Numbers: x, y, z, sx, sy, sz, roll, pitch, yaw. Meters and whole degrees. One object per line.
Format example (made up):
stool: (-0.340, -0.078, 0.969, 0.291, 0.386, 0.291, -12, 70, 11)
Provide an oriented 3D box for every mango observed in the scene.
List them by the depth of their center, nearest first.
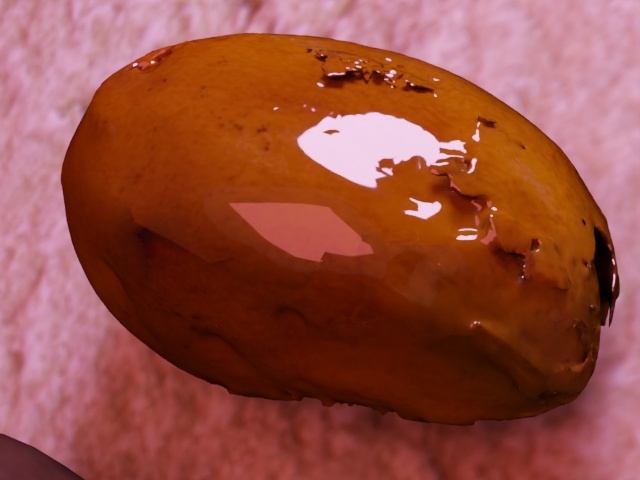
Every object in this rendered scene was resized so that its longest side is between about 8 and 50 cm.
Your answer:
mango: (0.000, 0.000, 0.573, 0.248, 0.151, 0.156, 21, 112, 23)

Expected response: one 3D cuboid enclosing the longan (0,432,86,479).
longan: (-0.138, 0.165, 0.549, 0.189, 0.189, 0.189, -8, 68, 22)
